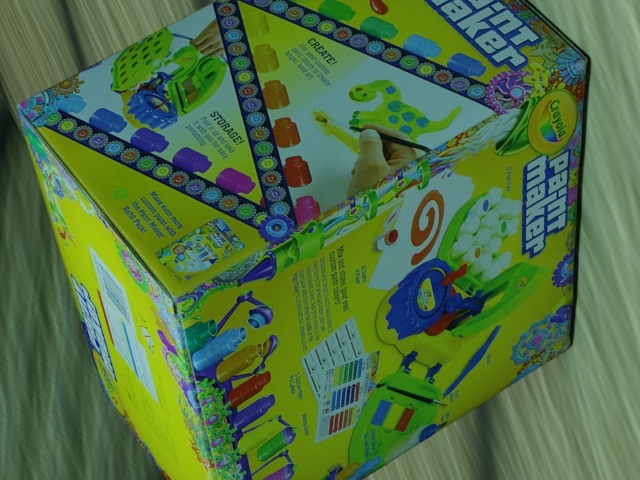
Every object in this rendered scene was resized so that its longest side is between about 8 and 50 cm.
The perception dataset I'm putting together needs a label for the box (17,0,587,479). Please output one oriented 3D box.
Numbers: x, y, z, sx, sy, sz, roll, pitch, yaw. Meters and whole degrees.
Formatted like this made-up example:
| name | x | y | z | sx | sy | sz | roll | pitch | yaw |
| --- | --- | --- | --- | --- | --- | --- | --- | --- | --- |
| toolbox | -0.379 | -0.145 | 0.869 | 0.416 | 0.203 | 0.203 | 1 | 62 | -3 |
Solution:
| name | x | y | z | sx | sy | sz | roll | pitch | yaw |
| --- | --- | --- | --- | --- | --- | --- | --- | --- | --- |
| box | 0.000 | 0.000 | 1.148 | 0.177 | 0.279 | 0.290 | 48 | 159 | 33 |
